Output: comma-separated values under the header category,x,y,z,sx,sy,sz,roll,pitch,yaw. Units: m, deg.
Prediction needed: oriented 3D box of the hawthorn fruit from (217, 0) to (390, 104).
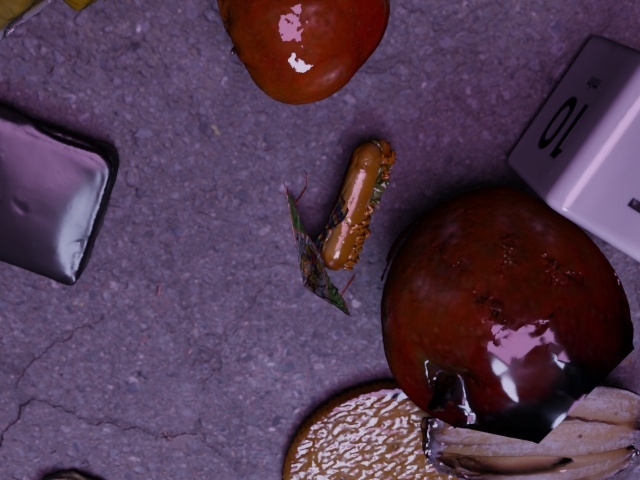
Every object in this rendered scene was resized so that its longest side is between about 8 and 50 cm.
category,x,y,z,sx,sy,sz,roll,pitch,yaw
hawthorn fruit,-0.001,-0.262,1.021,0.225,0.196,0.197,-30,111,-4

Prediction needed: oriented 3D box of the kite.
category,x,y,z,sx,sy,sz,roll,pitch,yaw
kite,0.000,0.000,1.128,0.006,0.244,0.198,-18,69,-20

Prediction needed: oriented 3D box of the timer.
category,x,y,z,sx,sy,sz,roll,pitch,yaw
timer,0.369,-0.102,1.107,0.194,0.192,0.195,30,105,-15

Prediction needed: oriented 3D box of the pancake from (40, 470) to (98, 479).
category,x,y,z,sx,sy,sz,roll,pitch,yaw
pancake,-0.404,0.437,1.325,0.286,0.033,0.288,31,104,-14

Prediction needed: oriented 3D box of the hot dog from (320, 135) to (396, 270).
category,x,y,z,sx,sy,sz,roll,pitch,yaw
hot dog,0.044,-0.038,1.164,0.055,0.072,0.188,21,108,9

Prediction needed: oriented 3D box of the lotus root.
category,x,y,z,sx,sy,sz,roll,pitch,yaw
lotus root,0.281,0.258,1.281,0.329,0.078,0.167,6,103,-18

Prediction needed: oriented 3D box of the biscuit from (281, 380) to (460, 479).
category,x,y,z,sx,sy,sz,roll,pitch,yaw
biscuit,0.093,0.333,1.328,0.305,0.038,0.305,-2,110,-5

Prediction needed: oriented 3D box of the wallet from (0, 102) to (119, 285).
category,x,y,z,sx,sy,sz,roll,pitch,yaw
wallet,-0.440,-0.088,1.113,0.377,0.051,0.197,19,110,-11

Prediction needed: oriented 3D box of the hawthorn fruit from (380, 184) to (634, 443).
category,x,y,z,sx,sy,sz,roll,pitch,yaw
hawthorn fruit,0.218,0.090,1.110,0.316,0.316,0.316,-2,111,-5

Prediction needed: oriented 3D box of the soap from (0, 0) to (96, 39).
category,x,y,z,sx,sy,sz,roll,pitch,yaw
soap,-0.271,-0.293,0.898,0.304,0.339,0.169,-38,108,7
